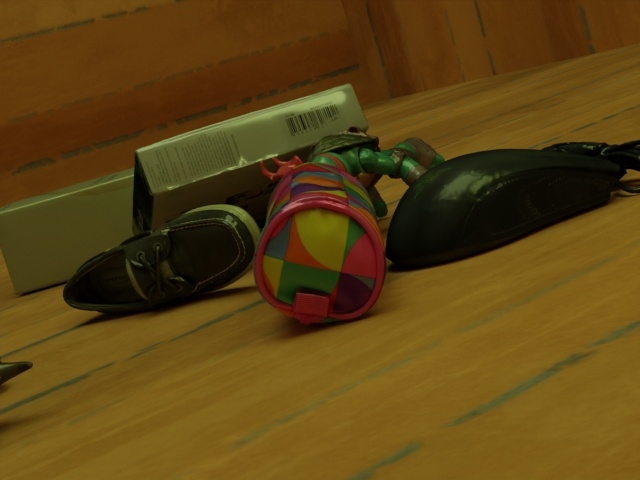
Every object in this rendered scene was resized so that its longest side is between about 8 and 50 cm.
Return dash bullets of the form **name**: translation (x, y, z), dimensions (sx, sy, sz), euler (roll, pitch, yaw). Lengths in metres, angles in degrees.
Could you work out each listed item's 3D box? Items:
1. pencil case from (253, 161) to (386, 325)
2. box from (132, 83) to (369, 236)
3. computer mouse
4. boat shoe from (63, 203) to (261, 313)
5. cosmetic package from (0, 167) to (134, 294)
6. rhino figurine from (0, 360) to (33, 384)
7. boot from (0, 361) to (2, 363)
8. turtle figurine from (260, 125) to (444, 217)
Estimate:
- **pencil case**: translation (0.000, 0.000, 0.976), dimensions (0.104, 0.104, 0.236), euler (-16, 7, 3)
- **box**: translation (-0.089, -0.063, 1.375), dimensions (0.232, 0.058, 0.322), euler (-18, -11, -13)
- **computer mouse**: translation (0.165, -0.051, 1.068), dimensions (0.272, 0.072, 0.188), euler (-21, 10, -29)
- **boat shoe**: translation (-0.150, 0.028, 1.158), dimensions (0.224, 0.080, 0.073), euler (-17, 12, 38)
- **cosmetic package**: translation (-0.250, -0.033, 1.625), dimensions (0.310, 0.113, 0.160), euler (-15, 8, 0)
- **rhino figurine**: translation (-0.307, 0.123, 0.820), dimensions (0.243, 0.073, 0.106), euler (-17, 4, -16)
- **boot**: translation (-0.394, 0.015, 1.012), dimensions (0.236, 0.269, 0.089), euler (-13, 11, 28)
- **turtle figurine**: translation (0.036, -0.052, 1.212), dimensions (0.175, 0.118, 0.234), euler (-13, 3, 22)
